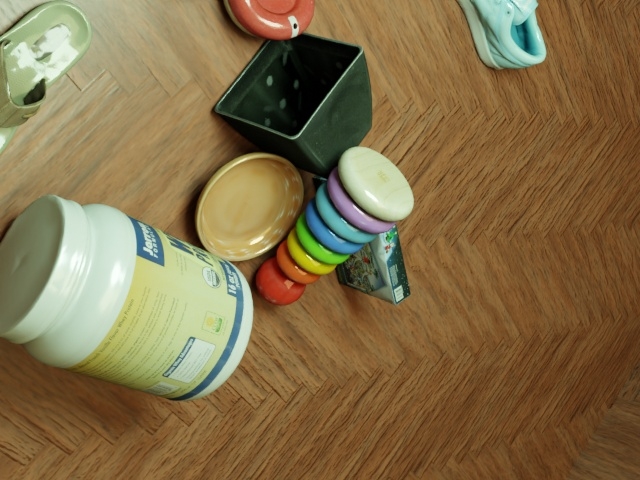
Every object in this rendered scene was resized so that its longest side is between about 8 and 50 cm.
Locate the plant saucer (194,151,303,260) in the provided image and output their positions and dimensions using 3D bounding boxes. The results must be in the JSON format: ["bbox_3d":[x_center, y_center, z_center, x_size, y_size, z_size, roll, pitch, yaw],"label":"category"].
[{"bbox_3d":[-0.121,-0.059,1.246,0.200,0.037,0.199,-22,133,-26],"label":"plant saucer"}]

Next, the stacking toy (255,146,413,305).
[{"bbox_3d":[0.000,0.000,1.249,0.141,0.141,0.330,10,136,-41],"label":"stacking toy"}]

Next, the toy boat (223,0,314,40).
[{"bbox_3d":[-0.066,-0.421,1.140,0.151,0.151,0.231,-27,119,-31],"label":"toy boat"}]

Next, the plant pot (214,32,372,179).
[{"bbox_3d":[-0.021,-0.210,1.231,0.188,0.187,0.167,-55,143,-14],"label":"plant pot"}]

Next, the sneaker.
[{"bbox_3d":[0.354,-0.494,1.474,0.135,0.150,0.366,-53,129,-17],"label":"sneaker"}]

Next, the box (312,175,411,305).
[{"bbox_3d":[0.076,-0.009,1.373,0.044,0.159,0.233,-30,121,-29],"label":"box"}]

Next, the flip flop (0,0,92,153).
[{"bbox_3d":[-0.394,-0.202,0.973,0.277,0.080,0.112,-51,129,-17],"label":"flip flop"}]

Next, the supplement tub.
[{"bbox_3d":[-0.277,0.085,1.058,0.316,0.228,0.228,29,83,-42],"label":"supplement tub"}]
